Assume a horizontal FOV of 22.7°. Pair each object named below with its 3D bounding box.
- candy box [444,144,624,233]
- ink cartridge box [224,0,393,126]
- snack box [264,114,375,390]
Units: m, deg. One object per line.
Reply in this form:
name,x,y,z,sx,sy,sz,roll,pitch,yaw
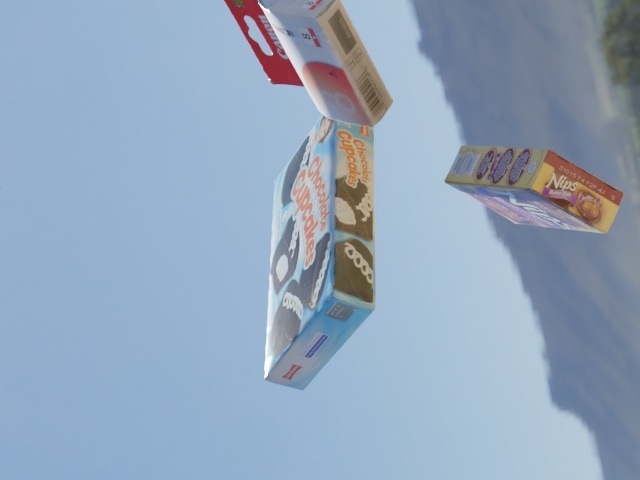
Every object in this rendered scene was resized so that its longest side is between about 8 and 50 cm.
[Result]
candy box,0.228,-0.057,1.731,0.187,0.109,0.053,6,70,65
ink cartridge box,-0.027,-0.190,1.618,0.045,0.179,0.145,-53,-47,-26
snack box,0.000,0.000,1.952,0.187,0.060,0.322,-52,27,43
